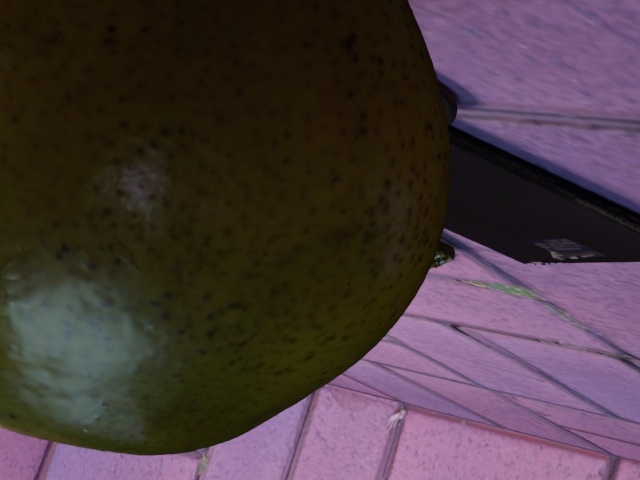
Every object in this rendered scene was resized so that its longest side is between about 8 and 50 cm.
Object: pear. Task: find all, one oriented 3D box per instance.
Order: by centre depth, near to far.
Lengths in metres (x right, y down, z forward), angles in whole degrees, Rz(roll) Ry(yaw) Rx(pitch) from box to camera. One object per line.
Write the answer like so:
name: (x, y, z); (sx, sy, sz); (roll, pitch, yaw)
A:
pear: (-0.080, -0.049, 0.697); (0.294, 0.294, 0.294); (18, 170, 3)

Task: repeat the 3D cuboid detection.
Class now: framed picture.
framed picture: (0.094, -0.046, 1.143); (0.338, 0.014, 0.255); (23, 169, -21)

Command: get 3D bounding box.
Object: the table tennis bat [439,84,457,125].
table tennis bat: (0.021, -0.105, 0.931); (0.156, 0.013, 0.087); (30, 155, -35)

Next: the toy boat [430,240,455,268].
toy boat: (0.068, 0.024, 1.398); (0.115, 0.016, 0.063); (-26, 142, 36)
